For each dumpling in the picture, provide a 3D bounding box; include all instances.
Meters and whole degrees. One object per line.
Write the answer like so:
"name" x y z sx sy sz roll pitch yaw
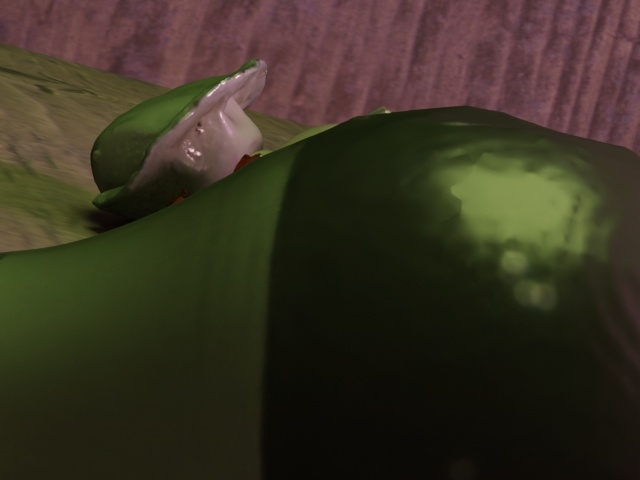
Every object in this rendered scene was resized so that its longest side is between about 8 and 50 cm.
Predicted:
"dumpling" -0.092 -0.062 1.325 0.152 0.108 0.219 -18 13 20

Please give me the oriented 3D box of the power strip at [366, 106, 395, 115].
"power strip" 0.088 -0.024 1.389 0.118 0.046 0.270 40 -5 16

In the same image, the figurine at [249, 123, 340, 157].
"figurine" 0.050 0.005 1.162 0.155 0.127 0.235 40 -4 -27

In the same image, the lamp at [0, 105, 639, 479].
"lamp" -0.019 0.040 0.560 0.313 0.182 0.182 7 3 23

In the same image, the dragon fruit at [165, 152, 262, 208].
"dragon fruit" -0.034 0.042 0.681 0.207 0.150 0.133 -3 -10 -39
